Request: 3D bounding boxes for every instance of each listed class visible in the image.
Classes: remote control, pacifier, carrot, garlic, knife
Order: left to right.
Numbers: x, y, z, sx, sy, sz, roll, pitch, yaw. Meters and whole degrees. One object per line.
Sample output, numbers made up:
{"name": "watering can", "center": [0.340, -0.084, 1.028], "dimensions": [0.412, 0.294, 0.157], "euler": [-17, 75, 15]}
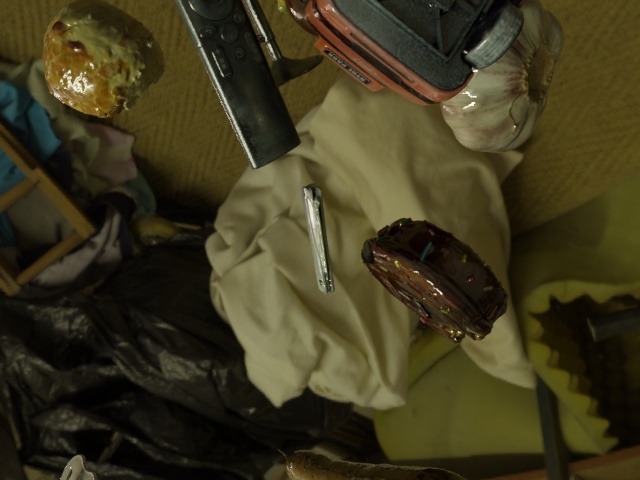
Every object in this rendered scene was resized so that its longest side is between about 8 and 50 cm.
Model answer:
{"name": "pacifier", "center": [-0.301, 0.298, 0.698], "dimensions": [0.078, 0.082, 0.099], "euler": [30, 171, -41]}
{"name": "remote control", "center": [-0.143, -0.304, 0.947], "dimensions": [0.044, 0.107, 0.378], "euler": [5, 125, 51]}
{"name": "knife", "center": [-0.001, 0.000, 1.377], "dimensions": [0.040, 0.073, 0.266], "euler": [-12, 108, -14]}
{"name": "carrot", "center": [0.038, 0.253, 0.614], "dimensions": [0.078, 0.078, 0.298], "euler": [35, 155, -28]}
{"name": "garlic", "center": [0.242, -0.266, 0.950], "dimensions": [0.253, 0.245, 0.245], "euler": [17, 156, 48]}

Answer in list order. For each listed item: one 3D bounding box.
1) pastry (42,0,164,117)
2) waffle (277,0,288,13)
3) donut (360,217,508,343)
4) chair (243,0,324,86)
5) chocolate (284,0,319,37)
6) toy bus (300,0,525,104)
{"name": "pastry", "center": [-0.483, -0.411, 1.288], "dimensions": [0.255, 0.237, 0.170], "euler": [34, 157, 0]}
{"name": "waffle", "center": [-0.022, -0.633, 1.253], "dimensions": [0.300, 0.058, 0.282], "euler": [-31, 84, 45]}
{"name": "donut", "center": [0.161, 0.053, 0.852], "dimensions": [0.216, 0.096, 0.230], "euler": [40, 172, 18]}
{"name": "chair", "center": [-0.168, -0.592, 1.481], "dimensions": [0.226, 0.227, 0.401], "euler": [-14, 117, 23]}
{"name": "chocolate", "center": [0.017, -0.449, 1.084], "dimensions": [0.176, 0.177, 0.177], "euler": [5, 139, 4]}
{"name": "toy bus", "center": [0.156, -0.371, 0.685], "dimensions": [0.203, 0.427, 0.233], "euler": [34, 176, -15]}
